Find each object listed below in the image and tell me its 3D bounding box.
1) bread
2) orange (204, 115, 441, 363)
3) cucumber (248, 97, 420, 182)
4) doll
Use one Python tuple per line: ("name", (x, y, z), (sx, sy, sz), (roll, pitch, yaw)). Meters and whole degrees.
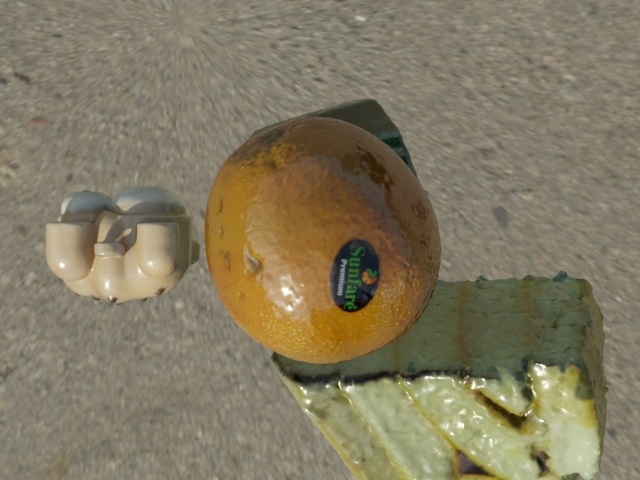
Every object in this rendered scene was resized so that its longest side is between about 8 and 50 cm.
("bread", (0.154, 0.205, 1.634), (0.395, 0.239, 0.264), (-7, 118, 12))
("orange", (0.000, 0.000, 1.089), (0.206, 0.206, 0.206), (-1, 99, -6))
("cucumber", (0.009, -0.049, 1.395), (0.130, 0.191, 0.191), (-16, 101, -16))
("doll", (-0.209, 0.008, 1.412), (0.154, 0.278, 0.119), (0, 88, -11))
